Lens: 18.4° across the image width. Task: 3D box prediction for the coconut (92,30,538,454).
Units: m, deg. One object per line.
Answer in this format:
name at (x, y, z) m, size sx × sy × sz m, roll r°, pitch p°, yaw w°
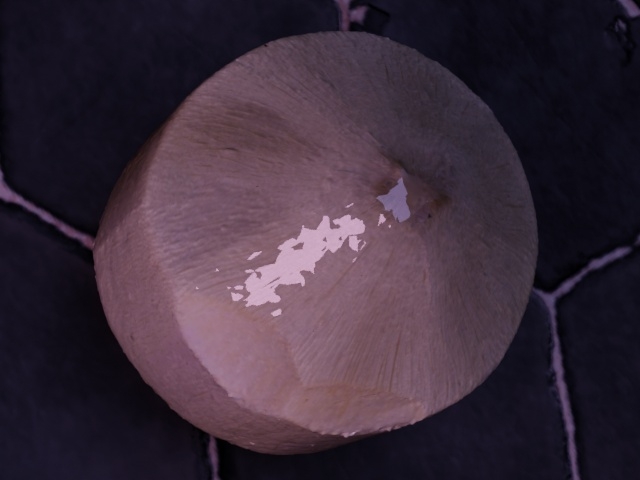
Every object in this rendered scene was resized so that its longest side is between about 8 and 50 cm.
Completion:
coconut at (0.000, 0.000, 1.149) m, size 0.237 × 0.266 × 0.237 m, roll 6°, pitch 76°, yaw -26°
